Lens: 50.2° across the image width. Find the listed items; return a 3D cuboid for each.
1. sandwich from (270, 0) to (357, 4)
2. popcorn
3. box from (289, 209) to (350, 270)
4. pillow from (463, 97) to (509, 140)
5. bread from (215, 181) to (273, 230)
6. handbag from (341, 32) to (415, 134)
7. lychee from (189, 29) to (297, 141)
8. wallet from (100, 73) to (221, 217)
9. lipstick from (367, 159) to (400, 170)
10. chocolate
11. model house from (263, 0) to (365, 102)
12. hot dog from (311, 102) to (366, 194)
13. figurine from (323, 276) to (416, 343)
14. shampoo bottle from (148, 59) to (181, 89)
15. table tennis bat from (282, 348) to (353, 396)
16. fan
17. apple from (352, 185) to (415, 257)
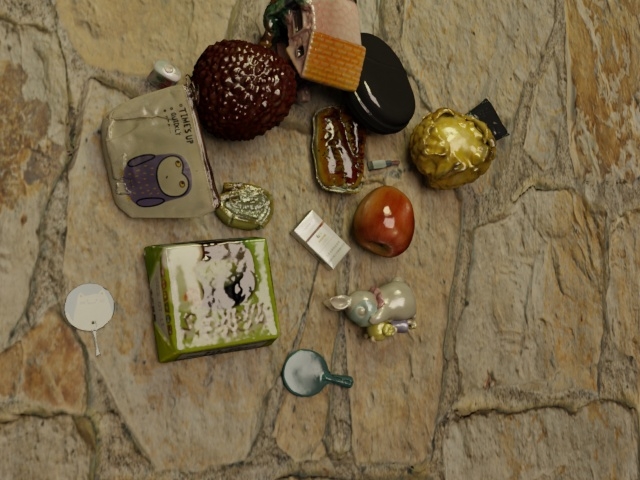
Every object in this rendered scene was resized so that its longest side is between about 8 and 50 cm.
[{"bbox_3d":[-0.017,-0.656,1.862,0.186,0.215,0.065,7,77,-24],"label":"sandwich"},{"bbox_3d":[0.376,-0.262,1.983,0.250,0.190,0.250,0,93,1],"label":"popcorn"},{"bbox_3d":[0.000,0.000,1.857,0.154,0.040,0.084,44,70,-10],"label":"box"},{"bbox_3d":[0.482,-0.340,2.119,0.208,0.055,0.141,-33,94,-23],"label":"pillow"},{"bbox_3d":[-0.198,-0.089,1.770,0.156,0.064,0.117,6,78,-24],"label":"bread"},{"bbox_3d":[0.161,-0.445,1.929,0.254,0.093,0.308,0,67,-42],"label":"handbag"},{"bbox_3d":[-0.190,-0.388,1.712,0.264,0.264,0.300,28,97,-17],"label":"lychee"},{"bbox_3d":[-0.386,-0.206,1.640,0.275,0.068,0.335,-11,98,8],"label":"wallet"},{"bbox_3d":[0.188,-0.223,1.987,0.107,0.025,0.025,-11,86,-31],"label":"lipstick"},{"bbox_3d":[-0.256,0.135,1.666,0.301,0.137,0.288,-6,84,-24],"label":"chocolate"},{"bbox_3d":[-0.031,-0.499,1.800,0.202,0.237,0.237,4,75,-45],"label":"model house"},{"bbox_3d":[0.056,-0.257,1.903,0.163,0.082,0.270,2,82,-22],"label":"hot dog"},{"bbox_3d":[0.135,0.195,1.845,0.236,0.127,0.155,-11,96,-20],"label":"figurine"},{"bbox_3d":[-0.390,-0.415,1.719,0.072,0.099,0.043,28,71,-18],"label":"shampoo bottle"},{"bbox_3d":[-0.005,0.357,1.800,0.201,0.033,0.124,16,77,-19],"label":"table tennis bat"},{"bbox_3d":[-0.536,0.187,1.604,0.113,0.005,0.175,-9,85,-25],"label":"fan"},{"bbox_3d":[0.177,-0.057,1.878,0.199,0.199,0.199,4,80,-23],"label":"apple"}]
